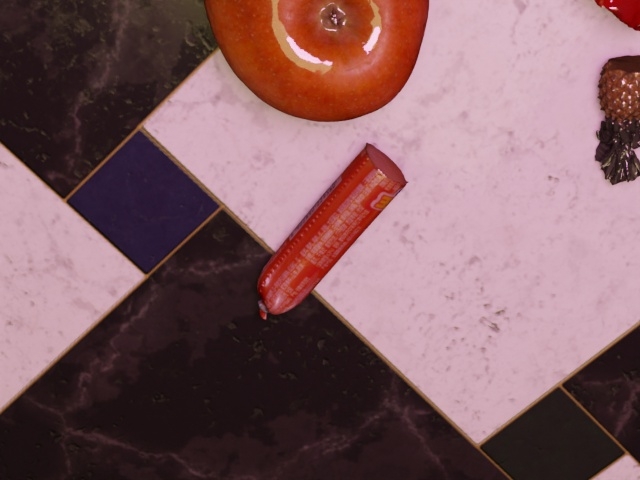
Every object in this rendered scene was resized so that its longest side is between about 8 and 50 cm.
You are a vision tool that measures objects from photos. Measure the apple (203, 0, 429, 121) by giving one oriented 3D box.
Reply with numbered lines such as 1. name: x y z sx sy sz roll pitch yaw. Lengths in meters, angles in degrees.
1. apple: -0.002 -0.265 1.318 0.252 0.206 0.271 -13 110 5

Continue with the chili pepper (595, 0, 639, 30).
1. chili pepper: 0.416 -0.395 1.276 0.131 0.134 0.338 8 126 -46

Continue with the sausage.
1. sausage: 0.000 0.000 1.497 0.074 0.074 0.274 37 110 -12

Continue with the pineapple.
1. pineapple: 0.371 -0.144 1.424 0.074 0.074 0.159 0 121 3
